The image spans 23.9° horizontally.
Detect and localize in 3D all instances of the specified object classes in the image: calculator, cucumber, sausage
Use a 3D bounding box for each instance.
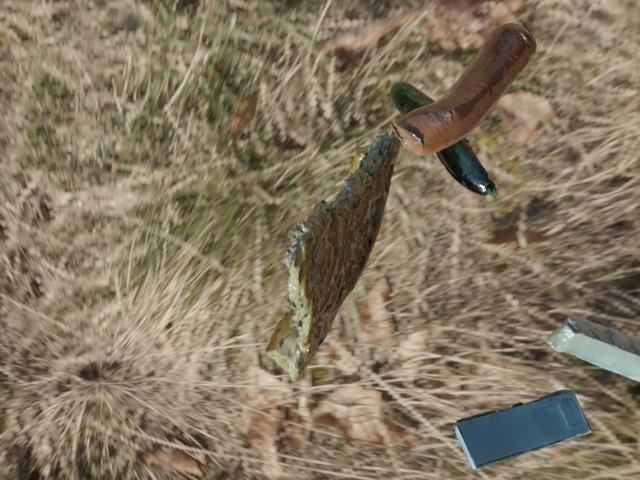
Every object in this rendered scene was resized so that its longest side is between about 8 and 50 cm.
[{"bbox_3d":[0.215,0.198,1.600,0.172,0.018,0.057,-11,66,-36],"label":"calculator"},{"bbox_3d":[0.107,-0.096,1.344,0.033,0.184,0.036,0,123,-25],"label":"cucumber"},{"bbox_3d":[0.116,-0.117,1.175,0.177,0.040,0.047,-46,117,-39],"label":"sausage"}]

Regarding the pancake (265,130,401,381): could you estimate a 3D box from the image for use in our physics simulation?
[{"bbox_3d":[0.000,0.000,1.415,0.057,0.244,0.266,17,86,17],"label":"pancake"}]

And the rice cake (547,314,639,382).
[{"bbox_3d":[0.335,0.125,1.650,0.211,0.043,0.034,21,40,-30],"label":"rice cake"}]
